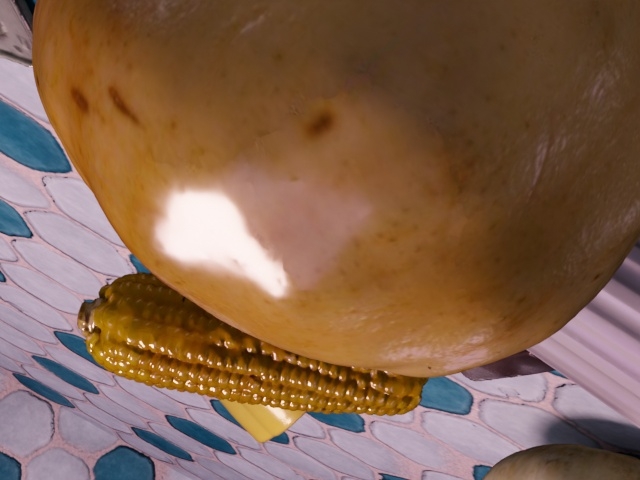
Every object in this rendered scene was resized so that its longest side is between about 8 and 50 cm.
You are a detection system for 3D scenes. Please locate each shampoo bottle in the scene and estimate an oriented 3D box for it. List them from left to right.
[{"bbox_3d":[0.217,0.108,1.046,0.063,0.057,0.207,34,156,-16],"label":"shampoo bottle"}]

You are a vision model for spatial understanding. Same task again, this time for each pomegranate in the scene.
[{"bbox_3d":[0.025,-0.092,0.538,0.332,0.332,0.332,22,156,11],"label":"pomegranate"}]

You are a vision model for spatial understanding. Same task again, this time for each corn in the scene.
[{"bbox_3d":[-0.065,0.109,1.053,0.363,0.120,0.120,9,157,-4],"label":"corn"}]

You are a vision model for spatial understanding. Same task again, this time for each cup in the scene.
[{"bbox_3d":[0.234,0.011,0.759,0.202,0.221,0.167,31,-170,-3],"label":"cup"}]

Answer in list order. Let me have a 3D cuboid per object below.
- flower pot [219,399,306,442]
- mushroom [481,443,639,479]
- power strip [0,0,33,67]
[{"bbox_3d":[-0.070,0.106,1.199,0.179,0.195,0.195,42,155,-5],"label":"flower pot"},{"bbox_3d":[0.343,0.384,1.235,0.352,0.260,0.352,22,148,15],"label":"mushroom"},{"bbox_3d":[-0.372,-0.235,0.947,0.213,0.064,0.198,19,155,19],"label":"power strip"}]
